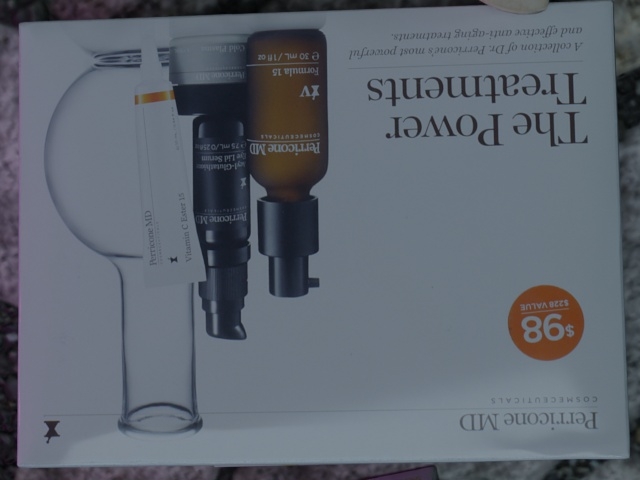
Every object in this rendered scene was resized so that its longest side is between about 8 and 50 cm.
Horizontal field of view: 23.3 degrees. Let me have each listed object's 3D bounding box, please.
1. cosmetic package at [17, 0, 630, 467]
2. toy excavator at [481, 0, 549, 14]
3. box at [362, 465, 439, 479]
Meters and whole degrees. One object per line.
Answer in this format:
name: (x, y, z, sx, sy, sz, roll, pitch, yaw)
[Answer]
cosmetic package: (0.000, 0.000, 0.990, 0.377, 0.097, 0.284, -2, 86, 5)
toy excavator: (0.320, -0.291, 0.853, 0.433, 0.222, 0.445, 12, 126, -12)
box: (-0.070, 0.261, 1.074, 0.322, 0.232, 0.058, -11, 108, 9)
